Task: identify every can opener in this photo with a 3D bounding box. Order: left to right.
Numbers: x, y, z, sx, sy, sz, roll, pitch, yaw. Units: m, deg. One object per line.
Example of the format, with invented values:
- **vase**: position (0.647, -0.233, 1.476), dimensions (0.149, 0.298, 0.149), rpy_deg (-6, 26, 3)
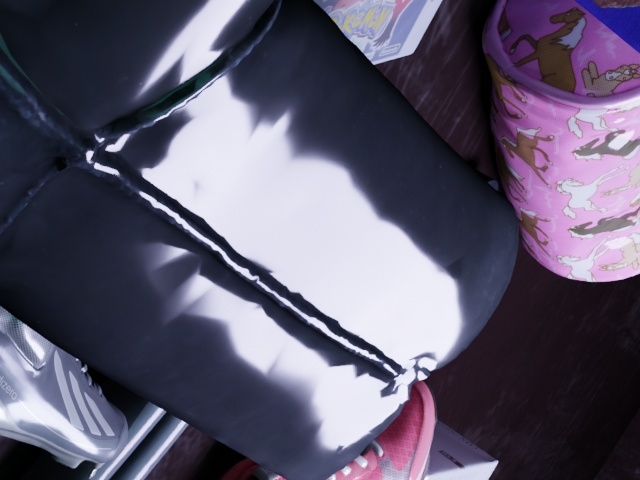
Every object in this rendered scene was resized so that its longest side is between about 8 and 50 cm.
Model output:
- **can opener**: position (-0.172, 0.201, 0.751), dimensions (0.280, 0.093, 0.074), rpy_deg (-54, 156, -17)

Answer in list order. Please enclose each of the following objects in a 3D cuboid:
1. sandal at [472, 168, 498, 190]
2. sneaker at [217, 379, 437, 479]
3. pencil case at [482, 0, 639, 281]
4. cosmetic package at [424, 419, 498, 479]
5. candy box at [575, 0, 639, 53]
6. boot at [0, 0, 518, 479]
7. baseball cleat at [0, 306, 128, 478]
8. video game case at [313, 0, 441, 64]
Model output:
- **sandal**: position (0.086, 0.005, 1.027), dimensions (0.254, 0.054, 0.097), rpy_deg (-32, 146, -43)
- **sneaker**: position (-0.011, 0.210, 1.020), dimensions (0.314, 0.116, 0.136), rpy_deg (-43, 149, -24)
- **pencil case**: position (0.242, -0.097, 1.073), dimensions (0.167, 0.160, 0.386), rpy_deg (-51, 155, -10)
- **cosmetic package**: position (0.082, 0.228, 1.224), dimensions (0.085, 0.117, 0.231), rpy_deg (-61, 157, 9)
- **candy box**: position (0.281, -0.218, 0.734), dimensions (0.122, 0.317, 0.268), rpy_deg (-38, 164, -36)
- **boot**: position (0.011, -0.072, 0.532), dimensions (0.367, 0.146, 0.445), rpy_deg (-35, 144, 8)
- **baseball cleat**: position (-0.142, 0.063, 0.650), dimensions (0.109, 0.072, 0.206), rpy_deg (-62, 160, -5)
- **video game case**: position (0.043, -0.175, 0.718), dimensions (0.201, 0.023, 0.183), rpy_deg (-26, 150, -54)
